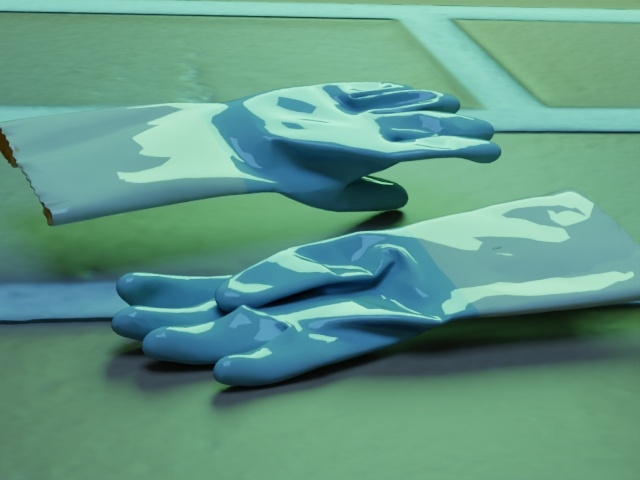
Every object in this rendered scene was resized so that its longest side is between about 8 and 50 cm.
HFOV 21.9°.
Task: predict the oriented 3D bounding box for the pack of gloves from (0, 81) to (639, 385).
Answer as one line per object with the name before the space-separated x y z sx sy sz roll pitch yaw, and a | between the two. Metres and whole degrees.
pack of gloves | 0.000 0.000 0.707 0.232 0.046 0.195 -9 38 -25
